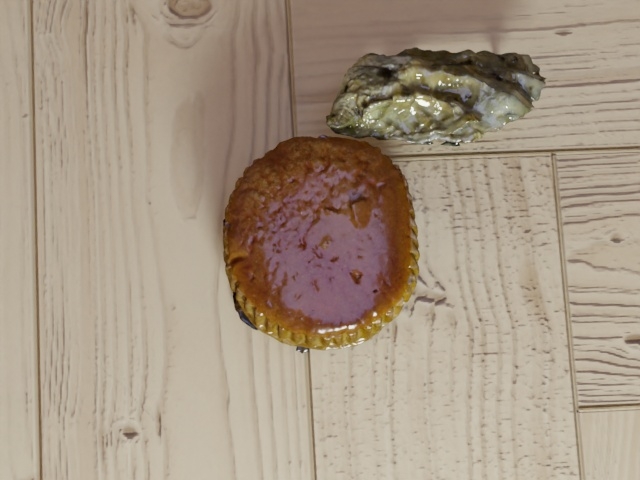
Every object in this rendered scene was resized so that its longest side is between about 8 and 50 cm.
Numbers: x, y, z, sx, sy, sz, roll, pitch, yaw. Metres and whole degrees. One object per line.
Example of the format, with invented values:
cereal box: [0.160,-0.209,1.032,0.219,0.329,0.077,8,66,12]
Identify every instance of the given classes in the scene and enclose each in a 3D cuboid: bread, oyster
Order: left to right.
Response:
bread: [0.001,0.000,1.524,0.199,0.104,0.199,0,78,-2]
oyster: [0.109,-0.149,1.559,0.209,0.072,0.133,-4,41,3]
